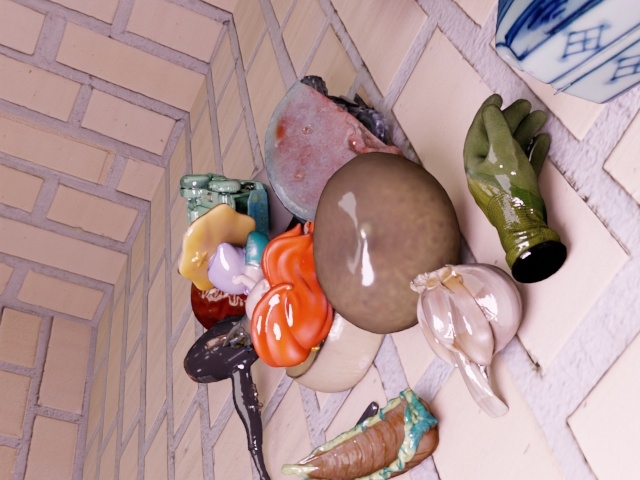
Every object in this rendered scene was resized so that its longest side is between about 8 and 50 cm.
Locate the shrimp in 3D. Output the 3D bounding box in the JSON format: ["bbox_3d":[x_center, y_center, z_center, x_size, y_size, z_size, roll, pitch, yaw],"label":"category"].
[{"bbox_3d":[-0.087,0.081,1.523,0.178,0.075,0.289,-83,20,-45],"label":"shrimp"}]

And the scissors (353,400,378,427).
[{"bbox_3d":[0.037,0.338,1.338,0.220,0.017,0.088,-62,22,21],"label":"scissors"}]

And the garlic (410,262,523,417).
[{"bbox_3d":[0.191,0.113,1.033,0.131,0.127,0.194,111,142,-67],"label":"garlic"}]

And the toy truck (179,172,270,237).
[{"bbox_3d":[-0.196,-0.064,1.816,0.279,0.156,0.155,14,109,58],"label":"toy truck"}]

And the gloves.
[{"bbox_3d":[0.234,-0.073,1.059,0.107,0.135,0.268,-11,55,18],"label":"gloves"}]

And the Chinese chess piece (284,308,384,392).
[{"bbox_3d":[0.021,0.128,1.432,0.250,0.103,0.250,-52,28,43],"label":"Chinese chess piece"}]

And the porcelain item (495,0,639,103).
[{"bbox_3d":[0.329,-0.321,0.967,0.281,0.157,0.286,-30,46,58],"label":"porcelain item"}]

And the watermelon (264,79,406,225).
[{"bbox_3d":[0.034,-0.134,1.493,0.226,0.148,0.318,-22,61,16],"label":"watermelon"}]

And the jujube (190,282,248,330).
[{"bbox_3d":[-0.158,0.105,1.800,0.255,0.190,0.190,-28,46,45],"label":"jujube"}]

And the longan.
[{"bbox_3d":[0.088,-0.002,1.196,0.215,0.246,0.246,-26,32,5],"label":"longan"}]

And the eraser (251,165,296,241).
[{"bbox_3d":[-0.098,-0.081,1.893,0.270,0.094,0.174,-37,58,58],"label":"eraser"}]

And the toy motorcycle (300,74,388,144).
[{"bbox_3d":[0.024,-0.197,1.666,0.327,0.143,0.188,42,122,51],"label":"toy motorcycle"}]

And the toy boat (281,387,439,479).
[{"bbox_3d":[0.064,0.294,1.203,0.293,0.099,0.108,-37,39,44],"label":"toy boat"}]

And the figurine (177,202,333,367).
[{"bbox_3d":[-0.075,0.055,1.315,0.257,0.208,0.181,34,139,32],"label":"figurine"}]

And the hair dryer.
[{"bbox_3d":[-0.107,0.292,1.632,0.303,0.120,0.359,-27,62,20],"label":"hair dryer"}]

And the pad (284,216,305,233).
[{"bbox_3d":[0.000,0.000,1.648,0.164,0.004,0.243,-61,37,25],"label":"pad"}]
